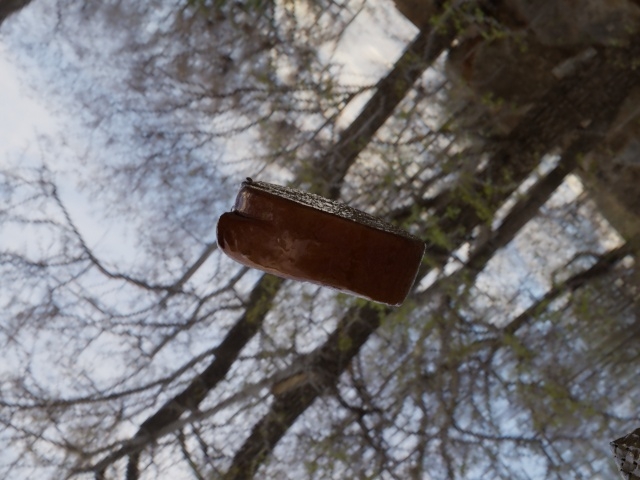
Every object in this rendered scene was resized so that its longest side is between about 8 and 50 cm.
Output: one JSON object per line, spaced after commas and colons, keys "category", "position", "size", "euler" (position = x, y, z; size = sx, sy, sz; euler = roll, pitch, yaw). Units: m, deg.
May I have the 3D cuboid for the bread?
{"category": "bread", "position": [0.003, 0.001, 1.434], "size": [0.295, 0.114, 0.327], "euler": [18, -175, -1]}

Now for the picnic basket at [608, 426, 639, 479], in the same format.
{"category": "picnic basket", "position": [0.397, 0.286, 1.112], "size": [0.193, 0.055, 0.110], "euler": [34, -149, -42]}
